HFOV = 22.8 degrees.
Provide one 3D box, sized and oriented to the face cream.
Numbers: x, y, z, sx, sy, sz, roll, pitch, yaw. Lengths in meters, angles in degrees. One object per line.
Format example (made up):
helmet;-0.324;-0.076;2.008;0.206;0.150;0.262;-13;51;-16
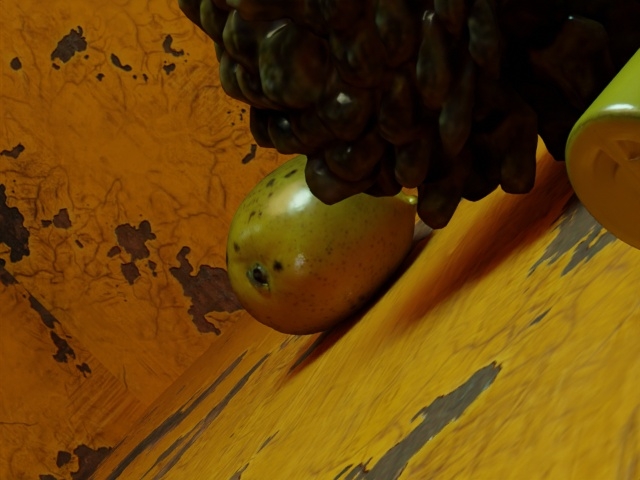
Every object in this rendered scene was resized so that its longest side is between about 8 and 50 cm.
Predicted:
face cream;0.209;-0.104;0.705;0.273;0.078;0.078;-46;3;-31

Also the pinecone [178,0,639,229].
pinecone;0.100;-0.215;1.139;0.398;0.398;0.398;-45;3;3

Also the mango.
mango;0.000;0.000;1.593;0.191;0.160;0.290;-53;-3;13
